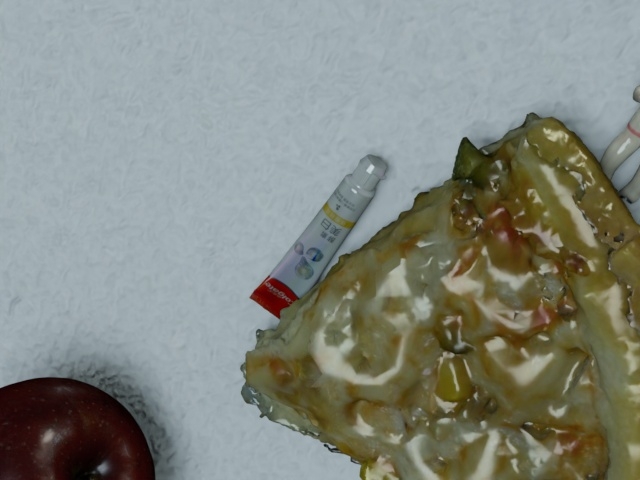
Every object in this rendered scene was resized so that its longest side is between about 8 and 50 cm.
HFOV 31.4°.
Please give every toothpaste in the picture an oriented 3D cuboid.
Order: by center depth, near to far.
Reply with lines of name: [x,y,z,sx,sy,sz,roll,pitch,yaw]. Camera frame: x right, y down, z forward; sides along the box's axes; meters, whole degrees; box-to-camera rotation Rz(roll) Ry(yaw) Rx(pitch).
toothpaste: [0.000,0.000,1.033,0.048,0.031,0.190,36,117,1]

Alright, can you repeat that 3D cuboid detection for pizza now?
pizza: [0.157,0.090,0.957,0.435,0.080,0.392,26,113,12]

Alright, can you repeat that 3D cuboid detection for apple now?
apple: [-0.274,0.244,1.106,0.201,0.218,0.218,-14,97,32]

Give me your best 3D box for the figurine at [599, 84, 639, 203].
figurine: [0.277,-0.102,0.872,0.083,0.083,0.187,40,124,9]
